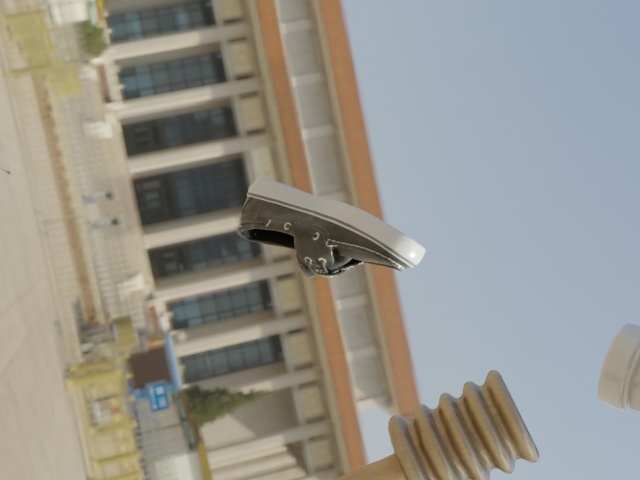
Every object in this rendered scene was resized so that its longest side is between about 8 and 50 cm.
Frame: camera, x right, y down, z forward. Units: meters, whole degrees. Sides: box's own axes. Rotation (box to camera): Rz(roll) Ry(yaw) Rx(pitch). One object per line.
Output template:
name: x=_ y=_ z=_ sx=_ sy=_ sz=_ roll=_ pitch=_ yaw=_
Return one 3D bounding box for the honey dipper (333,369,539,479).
honey dipper: x=-0.012 y=0.087 z=0.314 sx=0.031 sy=0.160 sz=0.030 roll=61 pitch=7 yaw=-13

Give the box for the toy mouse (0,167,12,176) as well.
toy mouse: x=-0.347 y=-0.098 z=0.923 sx=0.161 sy=0.031 sz=0.143 roll=55 pitch=1 yaw=-19

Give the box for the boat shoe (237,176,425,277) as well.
boat shoe: x=0.000 y=0.000 z=1.006 sx=0.228 sy=0.076 sz=0.080 roll=22 pitch=-7 yaw=38

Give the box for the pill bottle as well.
pill bottle: x=0.364 y=0.147 z=0.965 sx=0.186 sy=0.112 sz=0.112 roll=20 pitch=-49 yaw=32
